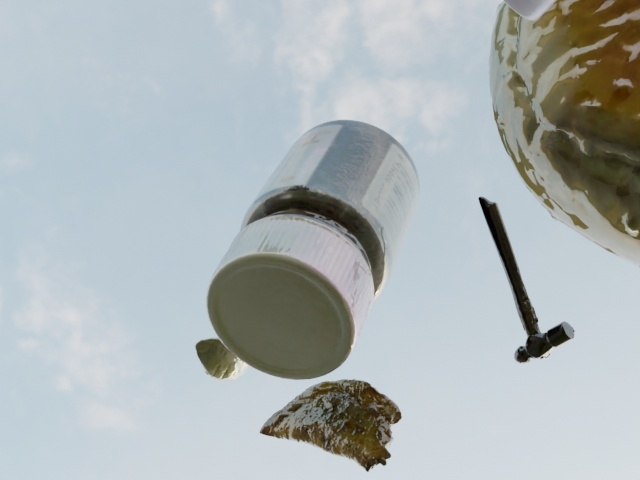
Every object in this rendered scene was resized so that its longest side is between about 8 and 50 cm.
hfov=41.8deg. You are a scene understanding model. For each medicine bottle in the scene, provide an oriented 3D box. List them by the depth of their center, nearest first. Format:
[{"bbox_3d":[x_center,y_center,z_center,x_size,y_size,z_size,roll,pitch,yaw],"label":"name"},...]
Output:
[{"bbox_3d":[0.000,0.000,0.874,0.165,0.273,0.165,11,-54,15],"label":"medicine bottle"}]

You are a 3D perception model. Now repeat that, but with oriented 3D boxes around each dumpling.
[{"bbox_3d":[-0.118,0.146,1.047,0.059,0.043,0.077,-28,-76,13],"label":"dumpling"}]

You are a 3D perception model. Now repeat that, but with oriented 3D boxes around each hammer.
[{"bbox_3d":[0.194,0.031,0.827,0.065,0.021,0.178,-34,-120,37],"label":"hammer"}]

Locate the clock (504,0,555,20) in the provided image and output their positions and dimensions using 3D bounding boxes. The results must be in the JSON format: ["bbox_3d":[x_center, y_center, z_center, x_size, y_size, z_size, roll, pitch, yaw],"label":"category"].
[{"bbox_3d":[0.037,-0.218,0.268,0.254,0.189,0.189,38,-69,5],"label":"clock"}]

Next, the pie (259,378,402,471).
[{"bbox_3d":[0.018,0.175,0.820,0.170,0.092,0.034,8,-39,49],"label":"pie"}]

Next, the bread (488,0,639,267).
[{"bbox_3d":[0.256,-0.061,0.472,0.314,0.192,0.171,-6,-30,23],"label":"bread"}]
